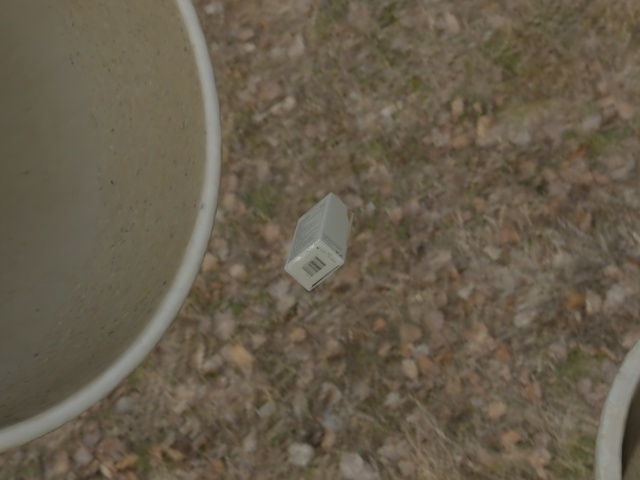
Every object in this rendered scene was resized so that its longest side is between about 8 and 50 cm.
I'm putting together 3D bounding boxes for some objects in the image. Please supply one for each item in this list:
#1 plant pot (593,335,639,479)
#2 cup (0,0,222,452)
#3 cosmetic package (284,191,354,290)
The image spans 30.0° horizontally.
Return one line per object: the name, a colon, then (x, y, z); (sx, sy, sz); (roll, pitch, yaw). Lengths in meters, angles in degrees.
plant pot: (0.280, 0.231, 0.618); (0.334, 0.305, 0.333); (2, 44, -1)
cup: (-0.248, -0.047, 0.570); (0.237, 0.331, 0.331); (-19, 42, 47)
cosmetic package: (0.000, 0.000, 1.355); (0.060, 0.041, 0.115); (-39, 18, 27)
